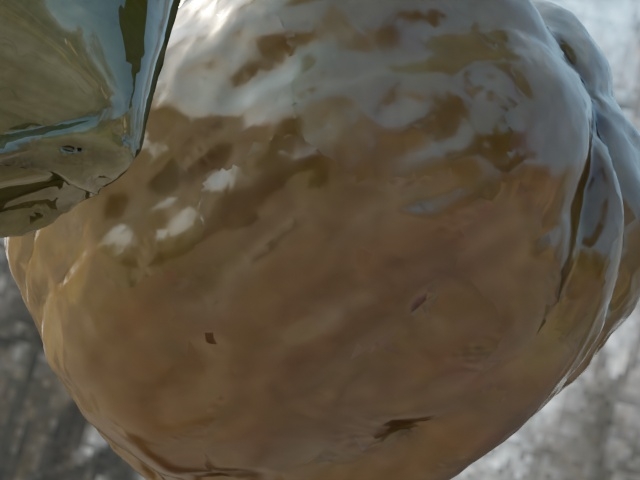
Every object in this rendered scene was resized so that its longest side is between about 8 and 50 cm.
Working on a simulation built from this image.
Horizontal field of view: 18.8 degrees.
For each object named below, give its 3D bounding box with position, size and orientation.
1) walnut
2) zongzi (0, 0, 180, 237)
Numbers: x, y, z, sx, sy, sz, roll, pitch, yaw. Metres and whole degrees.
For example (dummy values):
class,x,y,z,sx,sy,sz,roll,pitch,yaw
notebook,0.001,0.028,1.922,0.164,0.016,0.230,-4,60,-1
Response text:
class,x,y,z,sx,sy,sz,roll,pitch,yaw
walnut,-0.002,-0.003,1.021,0.344,0.306,0.306,-35,-35,17
zongzi,-0.274,-0.099,0.642,0.356,0.174,0.393,30,-24,-23
